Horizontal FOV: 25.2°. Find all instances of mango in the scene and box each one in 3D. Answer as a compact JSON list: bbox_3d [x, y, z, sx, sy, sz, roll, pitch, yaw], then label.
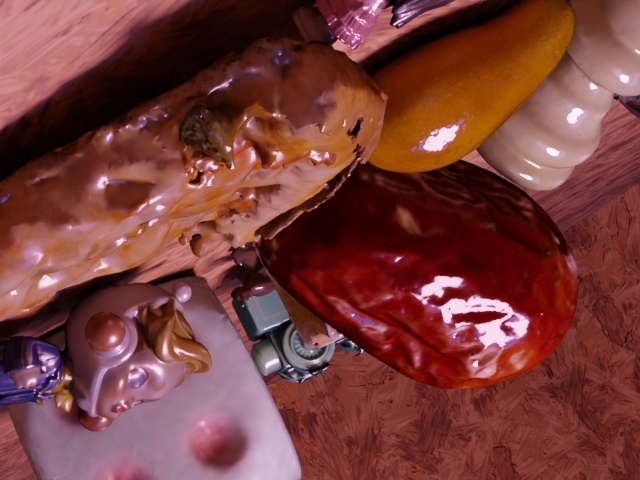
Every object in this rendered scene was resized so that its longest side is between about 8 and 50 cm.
[{"bbox_3d":[0.124,-0.134,1.210,0.227,0.099,0.136,-35,167,-18],"label":"mango"}]

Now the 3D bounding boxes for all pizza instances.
[{"bbox_3d":[-0.090,-0.040,0.999,0.435,0.080,0.392,-21,174,-46],"label":"pizza"}]

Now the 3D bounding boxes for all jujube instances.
[{"bbox_3d":[0.091,0.019,1.344,0.318,0.223,0.223,25,137,-31],"label":"jujube"}]

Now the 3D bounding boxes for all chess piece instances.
[{"bbox_3d":[0.254,-0.173,1.302,0.144,0.144,0.251,-19,160,-48],"label":"chess piece"}]

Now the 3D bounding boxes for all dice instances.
[{"bbox_3d":[-0.191,0.216,1.624,0.262,0.268,0.265,-27,172,-9],"label":"dice"}]

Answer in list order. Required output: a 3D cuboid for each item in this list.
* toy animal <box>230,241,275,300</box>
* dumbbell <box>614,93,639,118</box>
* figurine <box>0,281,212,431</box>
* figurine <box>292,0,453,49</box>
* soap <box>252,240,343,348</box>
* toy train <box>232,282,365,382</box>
[{"bbox_3d":[0.000,0.000,1.630,0.214,0.094,0.186,-24,169,16],"label":"toy animal"},{"bbox_3d":[0.398,-0.227,1.534,0.254,0.110,0.110,-35,172,-5],"label":"dumbbell"},{"bbox_3d":[-0.252,0.125,1.417,0.274,0.133,0.194,-22,150,1],"label":"figurine"},{"bbox_3d":[0.047,-0.161,0.931,0.129,0.054,0.072,-30,175,23],"label":"figurine"},{"bbox_3d":[0.067,-0.004,1.526,0.257,0.160,0.080,-22,173,-32],"label":"soap"},{"bbox_3d":[-0.005,0.076,1.753,0.203,0.163,0.112,-25,172,-17],"label":"toy train"}]
